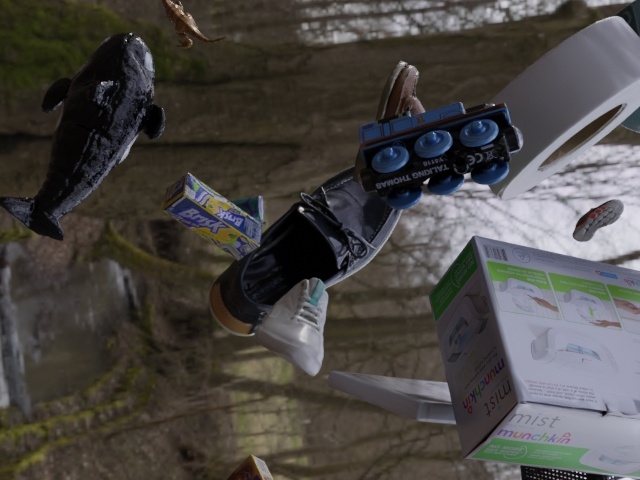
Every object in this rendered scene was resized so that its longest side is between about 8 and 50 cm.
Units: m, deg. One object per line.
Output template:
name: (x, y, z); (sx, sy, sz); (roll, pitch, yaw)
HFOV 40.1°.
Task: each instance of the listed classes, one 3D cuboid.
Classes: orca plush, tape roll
orca plush: (-0.283, -0.150, 1.035); (0.287, 0.151, 0.102); (-53, 169, -24)
tape roll: (0.337, -0.180, 1.234); (0.100, 0.286, 0.286); (55, -10, 12)

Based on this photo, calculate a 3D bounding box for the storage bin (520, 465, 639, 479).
storage bin: (0.413, 0.342, 1.391); (0.180, 0.122, 0.084); (-7, -91, 59)

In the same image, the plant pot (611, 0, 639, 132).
plant pot: (0.631, -0.329, 1.574); (0.247, 0.252, 0.248); (144, -62, -68)

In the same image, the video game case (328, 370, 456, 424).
video game case: (0.149, 0.202, 1.107); (0.227, 0.206, 0.026); (2, -97, 65)

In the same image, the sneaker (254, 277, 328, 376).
sneaker: (-0.023, 0.089, 1.029); (0.094, 0.080, 0.212); (-55, -169, 3)

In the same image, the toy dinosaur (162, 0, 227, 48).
toy dinosaur: (-0.270, -0.431, 1.765); (0.211, 0.064, 0.112); (45, -10, 13)

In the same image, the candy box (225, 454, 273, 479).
candy box: (-0.140, 0.568, 1.891); (0.053, 0.109, 0.186); (38, 8, -41)

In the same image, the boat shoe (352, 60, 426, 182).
boat shoe: (0.148, -0.205, 1.608); (0.110, 0.104, 0.307); (94, 14, -54)

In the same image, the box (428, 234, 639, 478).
box: (0.284, 0.135, 1.009); (0.127, 0.262, 0.231); (120, -27, -42)

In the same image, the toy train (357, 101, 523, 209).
toy train: (0.129, -0.102, 0.974); (0.105, 0.184, 0.080); (-91, 161, -51)

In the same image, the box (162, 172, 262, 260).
box: (-0.179, -0.038, 1.465); (0.169, 0.059, 0.054); (36, 37, -31)

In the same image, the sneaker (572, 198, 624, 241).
sneaker: (0.660, -0.062, 2.101); (0.158, 0.061, 0.065); (-46, -159, 44)

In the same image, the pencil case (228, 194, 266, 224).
pencil case: (-0.197, -0.055, 1.923); (0.070, 0.152, 0.064); (74, 6, -72)

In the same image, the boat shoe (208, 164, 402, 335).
boat shoe: (0.000, 0.000, 1.695); (0.187, 0.500, 0.156); (51, -27, 2)
